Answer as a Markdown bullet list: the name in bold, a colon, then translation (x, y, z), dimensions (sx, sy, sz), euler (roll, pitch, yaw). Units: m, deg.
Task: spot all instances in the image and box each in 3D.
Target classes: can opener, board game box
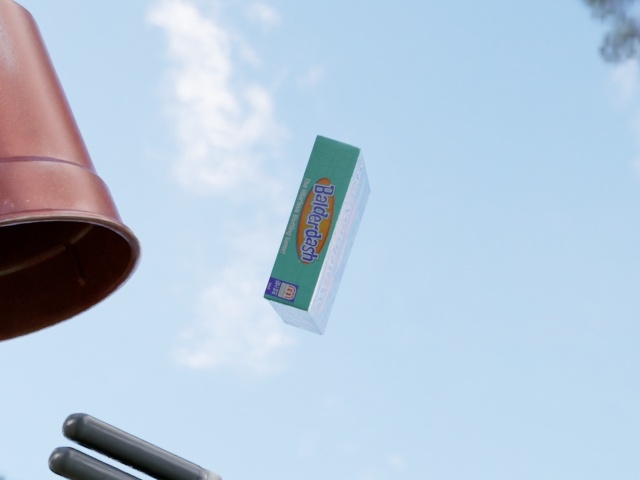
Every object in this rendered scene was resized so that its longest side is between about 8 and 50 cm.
- **can opener**: translation (-0.160, 0.261, 1.761), dimensions (0.280, 0.074, 0.093), euler (30, -22, -31)
- **board game box**: translation (0.000, 0.000, 1.631), dimensions (0.047, 0.160, 0.210), euler (18, -7, 7)

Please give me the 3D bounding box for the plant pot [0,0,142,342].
- **plant pot**: translation (-0.332, -0.072, 1.600), dimensions (0.272, 0.265, 0.272), euler (-16, -22, -6)
